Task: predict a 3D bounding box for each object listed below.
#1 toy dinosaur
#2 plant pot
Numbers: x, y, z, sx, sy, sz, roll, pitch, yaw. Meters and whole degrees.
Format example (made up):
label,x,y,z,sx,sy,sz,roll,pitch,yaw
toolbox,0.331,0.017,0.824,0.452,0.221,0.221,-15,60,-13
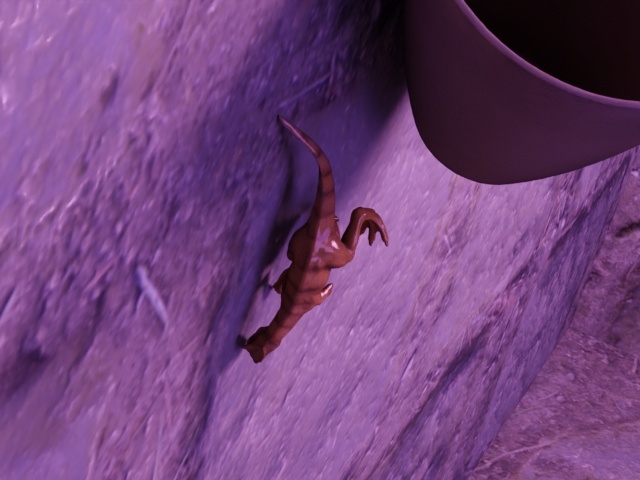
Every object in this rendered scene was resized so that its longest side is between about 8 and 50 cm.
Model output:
label,x,y,z,sx,sy,sz,roll,pitch,yaw
toy dinosaur,0.000,0.000,0.937,0.112,0.064,0.211,-38,149,-54
plant pot,0.160,-0.150,0.955,0.256,0.256,0.274,-57,178,-24
